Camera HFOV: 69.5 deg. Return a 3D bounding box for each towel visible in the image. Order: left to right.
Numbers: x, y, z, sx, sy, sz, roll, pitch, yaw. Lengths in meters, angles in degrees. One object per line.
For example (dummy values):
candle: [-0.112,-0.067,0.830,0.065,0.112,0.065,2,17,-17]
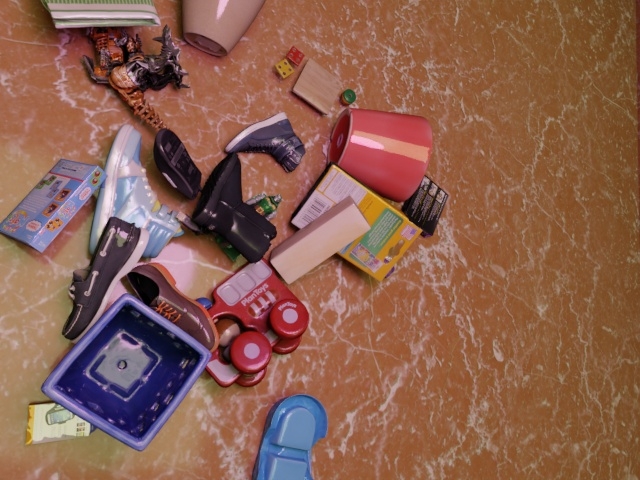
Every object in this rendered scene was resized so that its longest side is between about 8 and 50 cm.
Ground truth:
towel: [-0.549,-0.604,1.099,0.247,0.038,0.325,-18,58,-30]

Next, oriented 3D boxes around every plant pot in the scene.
plant pot: [-0.415,0.272,0.998,0.236,0.212,0.236,42,65,-16]
plant pot: [-0.268,-0.658,1.247,0.256,0.256,0.274,18,88,-25]
plant pot: [0.165,-0.275,1.404,0.243,0.275,0.275,12,75,-16]

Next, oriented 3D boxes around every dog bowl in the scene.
dog bowl: [-0.085,0.552,1.208,0.166,0.074,0.297,22,71,-24]

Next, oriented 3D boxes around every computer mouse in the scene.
computer mouse: [-0.345,-0.129,1.128,0.262,0.060,0.184,58,27,-43]

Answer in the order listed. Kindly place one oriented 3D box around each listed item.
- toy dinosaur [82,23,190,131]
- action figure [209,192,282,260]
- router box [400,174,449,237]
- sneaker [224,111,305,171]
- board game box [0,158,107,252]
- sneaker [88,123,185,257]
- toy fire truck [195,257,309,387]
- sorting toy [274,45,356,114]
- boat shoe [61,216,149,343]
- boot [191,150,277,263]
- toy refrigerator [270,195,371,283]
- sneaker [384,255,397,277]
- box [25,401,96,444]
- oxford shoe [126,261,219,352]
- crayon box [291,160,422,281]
toy dinosaur: [-0.459,-0.422,1.165,0.218,0.164,0.322,-27,113,-15]
action figure: [-0.192,-0.065,1.271,0.232,0.063,0.137,-40,98,-32]
router box: [0.356,-0.120,1.585,0.133,0.046,0.179,36,67,-19]
sneaker: [-0.145,-0.255,1.313,0.226,0.086,0.163,-34,95,-30]
board game box: [-0.585,-0.083,1.005,0.211,0.160,0.039,-59,143,-24]
sneaker: [-0.421,-0.105,1.116,0.208,0.127,0.319,12,85,-24]
toy fire truck: [-0.189,0.210,1.182,0.302,0.169,0.254,-38,74,-27]
sorting toy: [-0.022,-0.479,1.443,0.274,0.046,0.132,31,68,-21]
boat shoe: [-0.491,0.083,1.003,0.091,0.114,0.303,31,91,-34]
boot: [-0.201,-0.082,1.185,0.207,0.094,0.247,39,44,-30]
toy refrigerator: [0.000,0.000,1.254,0.269,0.102,0.094,-34,107,8]
sneaker: [0.166,0.055,1.442,0.170,0.068,0.071,40,76,-14]
box: [-0.559,0.391,1.005,0.136,0.028,0.081,5,79,-30]
oxford shoe: [-0.349,0.165,1.073,0.271,0.098,0.097,43,100,9]
crayon box: [0.102,-0.052,1.338,0.323,0.083,0.203,34,104,-12]
